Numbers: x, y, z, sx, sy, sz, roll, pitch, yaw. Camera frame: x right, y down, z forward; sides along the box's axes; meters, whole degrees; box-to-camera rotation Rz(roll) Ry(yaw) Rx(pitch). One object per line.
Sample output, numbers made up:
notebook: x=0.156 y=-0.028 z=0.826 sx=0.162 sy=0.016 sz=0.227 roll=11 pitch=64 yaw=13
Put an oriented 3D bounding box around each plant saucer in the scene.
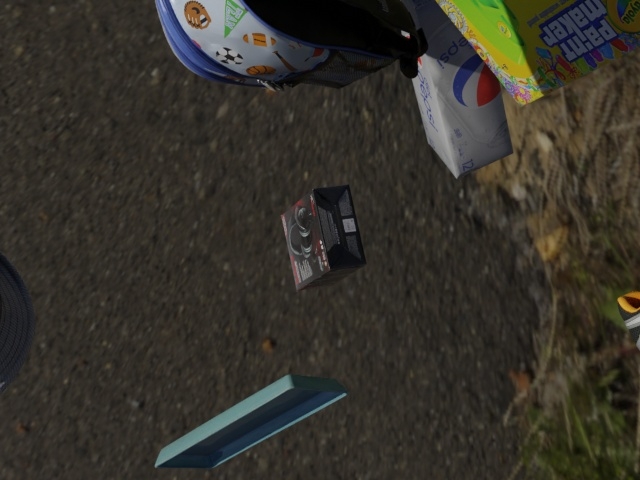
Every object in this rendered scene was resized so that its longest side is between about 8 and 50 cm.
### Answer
plant saucer: x=-0.063 y=0.156 z=0.996 sx=0.067 sy=0.018 sz=0.192 roll=11 pitch=146 yaw=-42

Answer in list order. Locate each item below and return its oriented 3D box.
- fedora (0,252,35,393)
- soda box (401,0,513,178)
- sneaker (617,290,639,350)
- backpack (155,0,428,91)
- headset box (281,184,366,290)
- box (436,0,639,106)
fedora: x=-0.413 y=0.037 z=1.139 sx=0.275 sy=0.243 sz=0.124 roll=28 pitch=137 yaw=3
soda box: x=0.172 y=-0.223 z=1.522 sx=0.091 sy=0.098 sz=0.286 roll=-25 pitch=132 yaw=-5
sneaker: x=0.336 y=0.037 z=1.008 sx=0.083 sy=0.084 sz=0.215 roll=53 pitch=134 yaw=16
backpack: x=-0.057 y=-0.278 z=1.186 sx=0.213 sy=0.263 sz=0.276 roll=-25 pitch=76 yaw=32
headset box: x=0.000 y=0.000 z=0.875 sx=0.032 sy=0.083 sz=0.062 roll=-7 pitch=79 yaw=-23
box: x=0.198 y=-0.296 z=0.960 sx=0.177 sy=0.290 sz=0.279 roll=-41 pitch=94 yaw=-15
